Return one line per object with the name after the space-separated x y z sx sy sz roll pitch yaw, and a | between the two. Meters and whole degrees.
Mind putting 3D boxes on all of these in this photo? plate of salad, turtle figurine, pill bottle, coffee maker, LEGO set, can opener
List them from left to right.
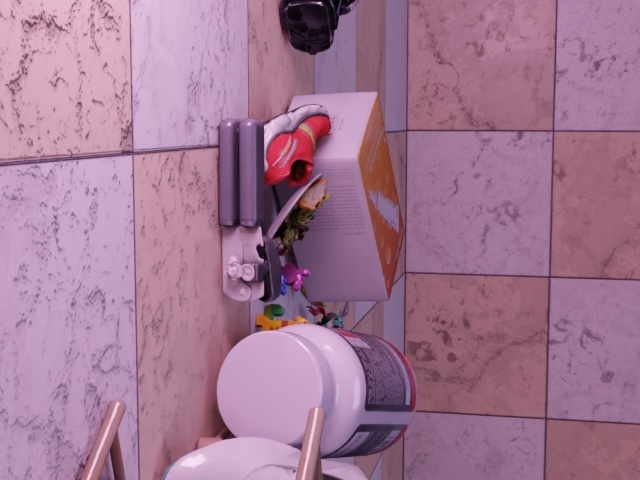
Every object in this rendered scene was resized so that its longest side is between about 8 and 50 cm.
-0.111 -0.044 1.591 0.093 0.074 0.280 -17 106 -60 | can opener
-0.057 0.132 1.828 0.087 0.093 0.227 58 35 -69 | LEGO set
-0.044 -0.026 1.793 0.199 0.048 0.200 -56 175 -7 | plate of salad
-0.017 -0.459 1.955 0.171 0.120 0.178 55 29 -30 | coffee maker
0.001 0.240 1.675 0.363 0.210 0.210 21 70 -63 | pill bottle
0.013 0.226 2.124 0.175 0.118 0.234 53 54 -49 | turtle figurine

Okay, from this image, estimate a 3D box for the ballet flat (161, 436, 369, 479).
-0.038 0.356 1.456 0.400 0.139 0.139 20 69 -47 | ballet flat

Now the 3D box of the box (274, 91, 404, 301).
0.040 -0.078 2.006 0.215 0.168 0.345 -73 156 -46 | box

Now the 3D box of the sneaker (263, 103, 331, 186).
-0.050 -0.149 1.750 0.118 0.107 0.279 65 26 -5 | sneaker

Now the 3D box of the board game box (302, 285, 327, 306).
0.000 0.000 2.225 0.124 0.039 0.259 57 39 -69 | board game box

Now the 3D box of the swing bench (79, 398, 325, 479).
-0.135 0.303 1.094 0.254 0.253 0.165 -66 154 -61 | swing bench

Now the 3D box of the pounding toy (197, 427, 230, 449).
-0.118 0.360 1.564 0.206 0.094 0.181 79 17 -47 | pounding toy
